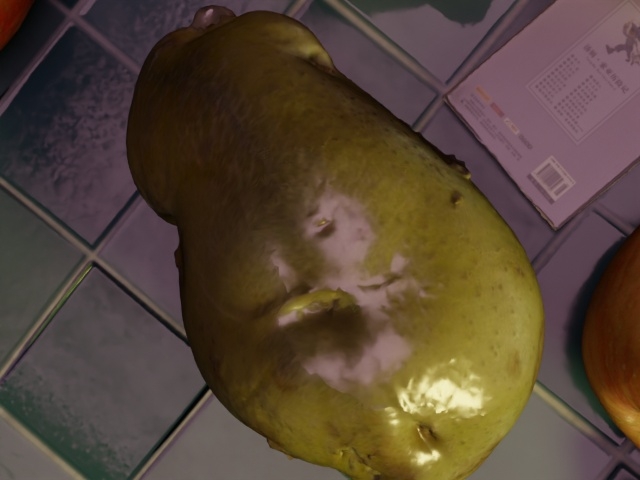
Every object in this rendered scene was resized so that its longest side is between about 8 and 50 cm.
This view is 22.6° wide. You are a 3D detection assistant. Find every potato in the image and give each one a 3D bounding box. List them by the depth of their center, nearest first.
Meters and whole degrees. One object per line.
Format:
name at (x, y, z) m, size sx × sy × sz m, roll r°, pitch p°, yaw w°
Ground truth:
potato at (-0.003, 0.002, 1.022) m, size 0.202 × 0.218 × 0.351 m, roll -24°, pitch 81°, yaw -23°

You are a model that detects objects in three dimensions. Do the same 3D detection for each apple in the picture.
apple at (0.258, 0.053, 1.013) m, size 0.199 × 0.199 × 0.199 m, roll 0°, pitch 86°, yaw 6°

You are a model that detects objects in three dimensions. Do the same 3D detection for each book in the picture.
book at (0.192, -0.111, 1.112) m, size 0.182 × 0.014 × 0.127 m, roll -41°, pitch 83°, yaw 2°

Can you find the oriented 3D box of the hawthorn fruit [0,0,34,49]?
hawthorn fruit at (-0.249, -0.211, 1.106) m, size 0.162 × 0.162 × 0.203 m, roll 43°, pitch 68°, yaw 7°
